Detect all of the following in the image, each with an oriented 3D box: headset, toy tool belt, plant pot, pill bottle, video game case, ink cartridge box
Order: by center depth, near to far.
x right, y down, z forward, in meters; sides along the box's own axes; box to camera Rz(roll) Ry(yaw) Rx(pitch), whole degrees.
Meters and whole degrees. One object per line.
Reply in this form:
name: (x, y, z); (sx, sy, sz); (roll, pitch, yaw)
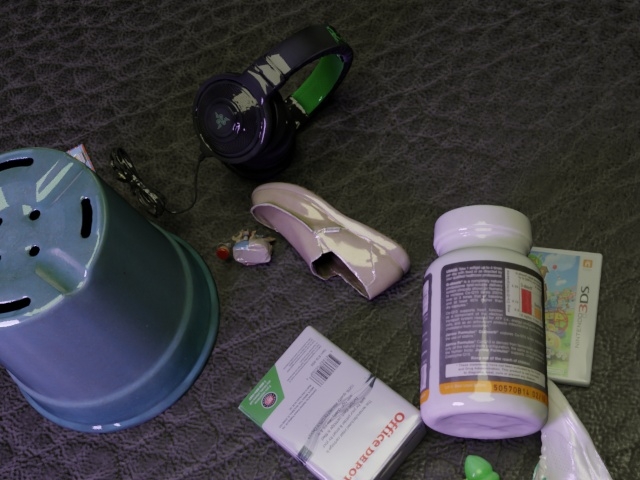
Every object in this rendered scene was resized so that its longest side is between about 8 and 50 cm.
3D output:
pill bottle: (0.212, 0.106, 1.248); (0.162, 0.162, 0.278); (-1, 65, 12)
ink cartridge box: (0.020, 0.241, 1.296); (0.208, 0.087, 0.153); (37, 77, 26)
plant pot: (-0.349, 0.060, 1.327); (0.341, 0.334, 0.341); (-5, 65, 10)
video game case: (0.278, 0.097, 1.344); (0.212, 0.023, 0.193); (6, 66, 15)
headset: (-0.130, -0.189, 1.448); (0.394, 0.243, 0.185); (-43, 80, 2)
toy tool belt: (-0.113, 0.009, 1.465); (0.083, 0.052, 0.051); (1, 34, 10)

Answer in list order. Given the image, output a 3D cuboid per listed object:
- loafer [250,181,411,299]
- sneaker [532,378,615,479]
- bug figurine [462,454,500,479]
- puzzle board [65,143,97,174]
loafer: (0.000, 0.000, 1.408); (0.268, 0.102, 0.092); (25, 67, 21)
sneaker: (0.306, 0.275, 1.228); (0.094, 0.080, 0.212); (-30, 63, 11)
bug figurine: (0.200, 0.364, 1.112); (0.279, 0.072, 0.216); (-19, 61, -41)
puzzle board: (-0.418, -0.094, 1.597); (0.096, 0.011, 0.128); (-29, 63, -2)
